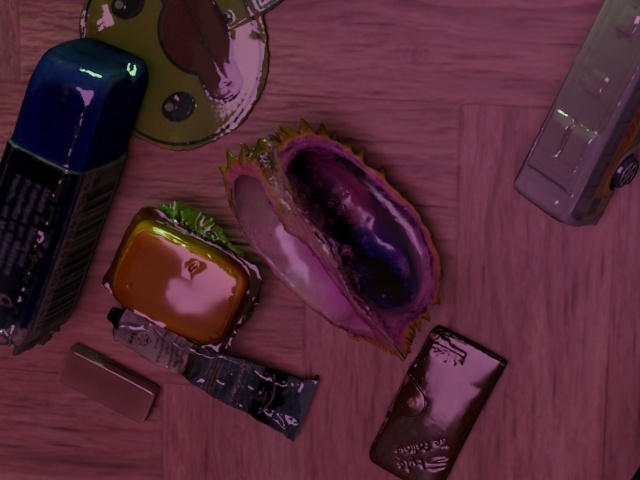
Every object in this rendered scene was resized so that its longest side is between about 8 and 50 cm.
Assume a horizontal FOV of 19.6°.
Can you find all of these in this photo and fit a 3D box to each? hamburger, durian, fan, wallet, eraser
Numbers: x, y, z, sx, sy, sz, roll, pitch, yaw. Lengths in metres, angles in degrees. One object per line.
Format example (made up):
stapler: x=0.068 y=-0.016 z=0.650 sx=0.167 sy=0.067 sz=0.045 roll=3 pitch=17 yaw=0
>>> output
hamburger: x=-0.142 y=0.036 z=2.010 sx=0.166 sy=0.087 sz=0.137 roll=31 pitch=107 yaw=5
durian: x=0.002 y=-0.004 z=1.947 sx=0.186 sy=0.154 sz=0.261 roll=-17 pitch=104 yaw=40
fan: x=-0.125 y=-0.229 z=1.988 sx=0.335 sy=0.011 sz=0.230 roll=-25 pitch=95 yaw=18
wallet: x=0.124 y=0.186 z=2.005 sx=0.095 sy=0.026 sz=0.176 roll=29 pitch=107 yaw=9
eraser: x=-0.290 y=-0.047 z=1.991 sx=0.101 sy=0.155 sz=0.332 roll=23 pitch=108 yaw=10

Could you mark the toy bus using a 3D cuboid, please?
toy bus: x=0.286 y=-0.138 z=1.838 sx=0.092 sy=0.106 sz=0.268 roll=37 pitch=116 yaw=26

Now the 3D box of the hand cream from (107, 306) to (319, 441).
hand cream: x=-0.124 y=0.134 z=2.054 sx=0.247 sy=0.052 sz=0.075 roll=24 pitch=130 yaw=3

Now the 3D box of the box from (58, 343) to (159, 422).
box: x=-0.240 y=0.162 z=2.095 sx=0.115 sy=0.025 sz=0.048 roll=26 pitch=112 yaw=8

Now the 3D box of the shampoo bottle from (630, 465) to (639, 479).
shampoo bottle: x=0.510 y=0.201 z=1.750 sx=0.331 sy=0.331 sz=0.343 roll=32 pitch=106 yaw=6
